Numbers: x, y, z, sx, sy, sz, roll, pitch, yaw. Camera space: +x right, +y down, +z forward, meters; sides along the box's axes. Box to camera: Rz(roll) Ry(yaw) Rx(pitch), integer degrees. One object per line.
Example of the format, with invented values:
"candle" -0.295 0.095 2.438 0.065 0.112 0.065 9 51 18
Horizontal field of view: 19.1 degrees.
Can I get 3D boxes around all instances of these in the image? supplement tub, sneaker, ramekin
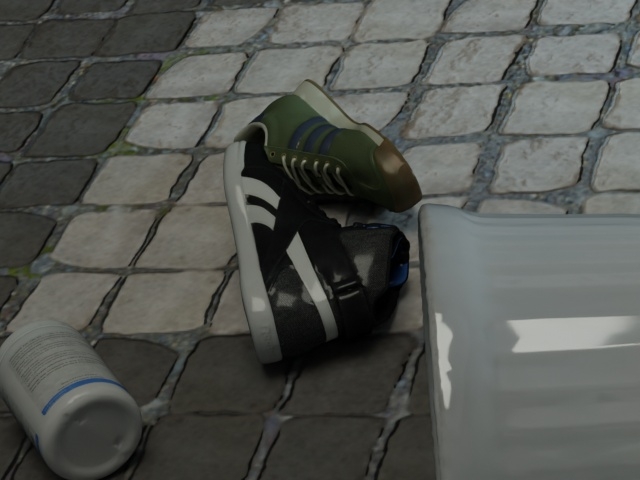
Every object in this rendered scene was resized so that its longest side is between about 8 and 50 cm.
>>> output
"supplement tub" -0.168 0.105 1.253 0.071 0.071 0.107 -25 35 -16
"sneaker" -0.002 -0.056 1.445 0.086 0.064 0.192 -31 35 -11
"ramekin" 0.124 0.114 0.948 0.135 0.277 0.277 -5 33 2
"sneaker" 0.000 0.000 1.350 0.121 0.079 0.217 -11 41 -1
